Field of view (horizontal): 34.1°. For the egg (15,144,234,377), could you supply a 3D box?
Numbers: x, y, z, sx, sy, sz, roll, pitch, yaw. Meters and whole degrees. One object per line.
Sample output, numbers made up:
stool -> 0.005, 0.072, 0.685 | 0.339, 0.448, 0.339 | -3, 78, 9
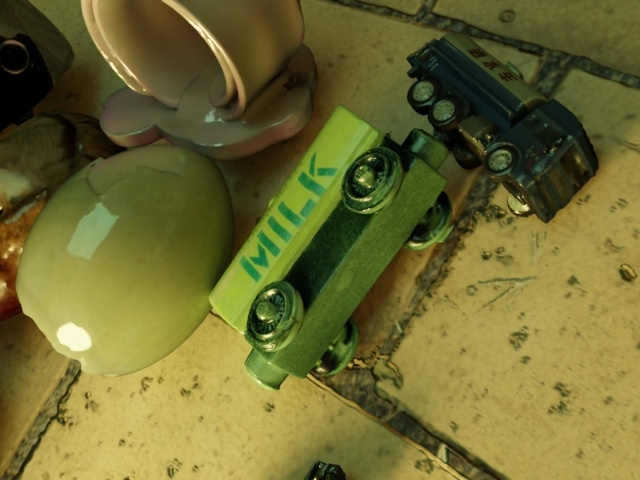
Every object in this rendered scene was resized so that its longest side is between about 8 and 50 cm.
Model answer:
egg -> -0.170, 0.009, 0.968 | 0.217, 0.183, 0.183 | -45, 47, 1

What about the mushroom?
mushroom -> -0.331, -0.051, 1.112 | 0.267, 0.254, 0.267 | -8, 24, 4

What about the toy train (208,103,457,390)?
toy train -> 0.000, 0.000, 0.892 | 0.253, 0.105, 0.157 | -56, 42, 6

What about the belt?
belt -> -0.410, -0.195, 1.270 | 0.289, 0.164, 0.184 | -1, 47, 55

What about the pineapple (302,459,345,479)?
pineapple -> -0.043, 0.232, 0.829 | 0.159, 0.074, 0.074 | -31, 51, 12

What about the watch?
watch -> -0.125, -0.208, 1.010 | 0.248, 0.217, 0.211 | 19, 58, 37

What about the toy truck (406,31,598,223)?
toy truck -> 0.143, -0.101, 0.862 | 0.088, 0.074, 0.202 | -41, 47, 1
